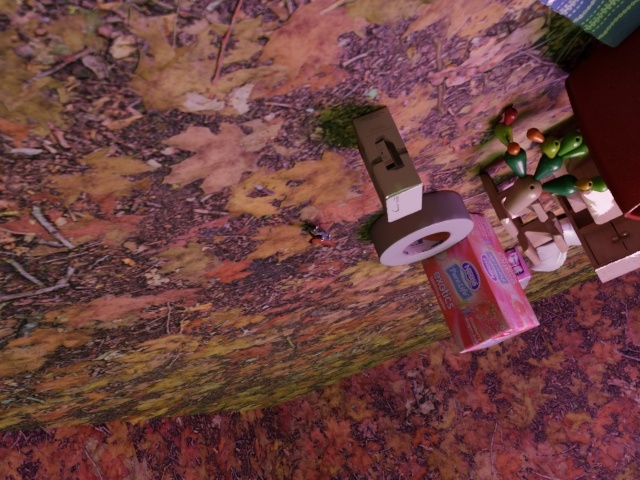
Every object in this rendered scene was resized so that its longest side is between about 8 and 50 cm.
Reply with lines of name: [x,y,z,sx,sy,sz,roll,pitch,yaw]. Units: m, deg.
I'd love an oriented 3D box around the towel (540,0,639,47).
towel: [0.355,-0.341,0.620,0.335,0.040,0.243,1,150,-42]

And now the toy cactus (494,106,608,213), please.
toy cactus: [0.381,-0.127,0.982,0.218,0.112,0.181,22,132,-8]

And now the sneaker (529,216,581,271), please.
sneaker: [0.704,0.007,1.734,0.129,0.111,0.297,-4,150,-8]

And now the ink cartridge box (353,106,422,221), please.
ink cartridge box: [0.100,-0.110,0.829,0.056,0.135,0.099,-21,160,2]

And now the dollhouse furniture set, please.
dollhouse furniture set: [0.575,-0.127,1.196,0.362,0.257,0.394,-29,136,23]

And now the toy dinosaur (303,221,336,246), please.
toy dinosaur: [0.000,0.000,1.117,0.047,0.090,0.082,-15,133,34]

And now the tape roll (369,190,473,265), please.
tape roll: [0.221,-0.023,1.242,0.219,0.072,0.219,-17,160,-6]

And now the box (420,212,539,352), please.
box: [0.367,0.098,1.348,0.142,0.300,0.154,2,151,-44]

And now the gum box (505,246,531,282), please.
gum box: [0.637,0.100,1.864,0.062,0.107,0.188,-22,159,6]

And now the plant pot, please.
plant pot: [0.527,-0.198,0.823,0.267,0.236,0.267,4,141,-45]
